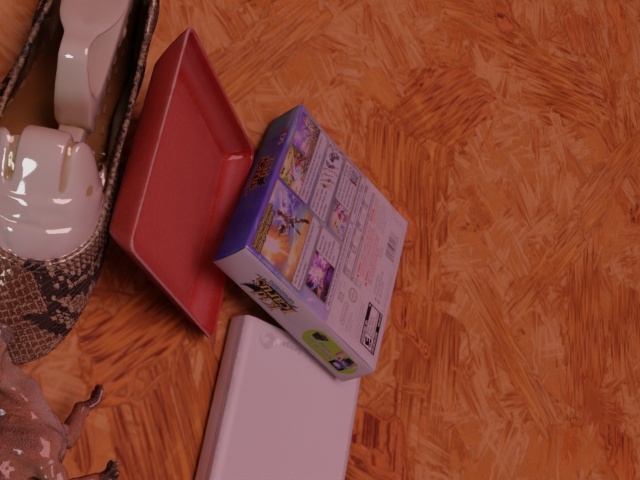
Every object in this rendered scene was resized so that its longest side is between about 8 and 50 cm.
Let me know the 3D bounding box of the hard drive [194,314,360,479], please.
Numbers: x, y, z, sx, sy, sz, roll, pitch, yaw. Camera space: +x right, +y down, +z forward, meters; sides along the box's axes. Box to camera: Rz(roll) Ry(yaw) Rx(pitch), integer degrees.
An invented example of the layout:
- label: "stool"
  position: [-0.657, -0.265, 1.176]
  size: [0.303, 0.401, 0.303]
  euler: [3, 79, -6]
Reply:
- label: "hard drive"
  position: [-0.052, 0.267, 1.089]
  size: [0.203, 0.040, 0.307]
  euler: [29, 61, -35]

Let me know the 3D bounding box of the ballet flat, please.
- label: "ballet flat"
  position: [-0.256, -0.127, 0.902]
  size: [0.164, 0.182, 0.483]
  euler: [17, 66, -16]

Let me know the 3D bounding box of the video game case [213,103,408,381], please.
- label: "video game case"
  position: [0.000, 0.000, 1.165]
  size: [0.244, 0.061, 0.269]
  euler: [47, 40, -28]

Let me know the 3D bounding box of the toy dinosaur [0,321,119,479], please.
- label: "toy dinosaur"
  position: [-0.299, 0.214, 0.821]
  size: [0.200, 0.127, 0.295]
  euler: [16, 84, -29]

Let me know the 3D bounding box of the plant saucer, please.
- label: "plant saucer"
  position: [-0.150, -0.055, 1.006]
  size: [0.259, 0.048, 0.258]
  euler: [67, 30, -62]
